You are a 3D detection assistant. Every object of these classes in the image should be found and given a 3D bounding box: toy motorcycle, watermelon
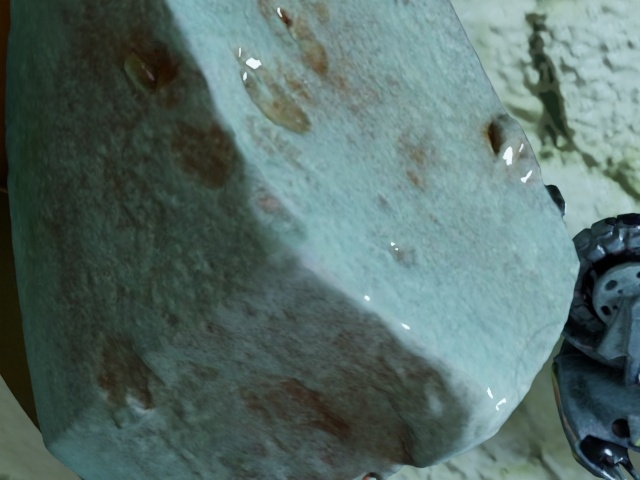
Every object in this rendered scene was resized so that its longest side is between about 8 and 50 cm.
[{"bbox_3d":[0.245,0.099,0.633,0.307,0.108,0.173,30,127,-9],"label":"toy motorcycle"},{"bbox_3d":[0.000,0.000,0.493,0.228,0.258,0.387,-18,121,-30],"label":"watermelon"}]

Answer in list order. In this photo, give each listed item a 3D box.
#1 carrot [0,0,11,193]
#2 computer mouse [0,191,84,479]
[{"bbox_3d":[-0.225,-0.108,0.568,0.225,0.159,0.159,7,120,20],"label":"carrot"},{"bbox_3d":[-0.112,0.065,0.680,0.158,0.072,0.310,-18,115,19],"label":"computer mouse"}]
